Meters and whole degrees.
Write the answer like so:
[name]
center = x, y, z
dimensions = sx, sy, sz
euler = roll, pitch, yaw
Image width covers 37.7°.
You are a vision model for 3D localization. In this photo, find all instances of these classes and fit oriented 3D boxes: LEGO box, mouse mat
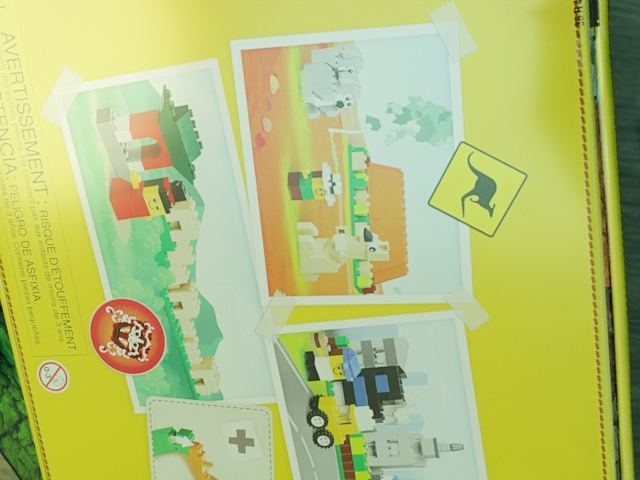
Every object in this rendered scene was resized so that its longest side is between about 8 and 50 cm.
[LEGO box]
center = 0.000, 0.000, 0.613
dimensions = 0.373, 0.193, 0.500
euler = -4, 105, 15
[mouse mat]
center = -0.234, 0.141, 0.812
dimensions = 0.153, 0.007, 0.189
euler = -31, 98, 19
